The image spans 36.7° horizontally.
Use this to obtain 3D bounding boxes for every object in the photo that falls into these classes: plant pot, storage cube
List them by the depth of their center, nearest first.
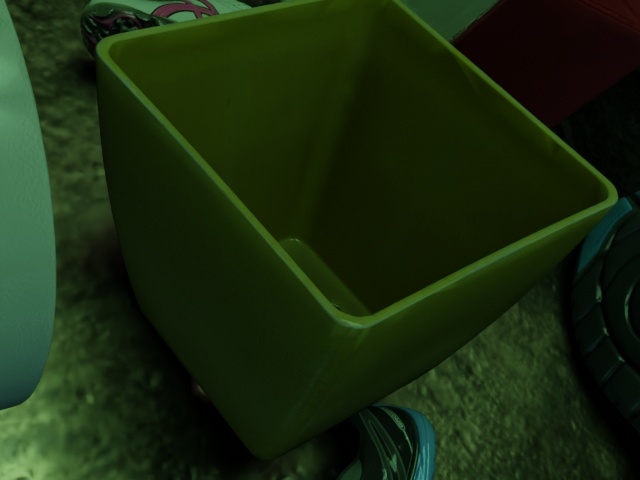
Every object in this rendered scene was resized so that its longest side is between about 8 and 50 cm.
[{"bbox_3d":[0.000,0.000,0.569,0.212,0.187,0.212,-23,58,-37],"label":"plant pot"},{"bbox_3d":[0.104,-0.185,0.725,0.193,0.215,0.184,5,57,-46],"label":"storage cube"}]

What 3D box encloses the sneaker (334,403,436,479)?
[{"bbox_3d":[0.022,0.184,0.578,0.078,0.067,0.188,14,54,-4],"label":"sneaker"}]

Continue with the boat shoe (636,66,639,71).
[{"bbox_3d":[0.301,-0.277,0.985,0.285,0.104,0.089,43,53,1],"label":"boat shoe"}]

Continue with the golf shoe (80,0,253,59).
[{"bbox_3d":[-0.090,-0.145,0.707,0.186,0.067,0.086,12,50,-36],"label":"golf shoe"}]

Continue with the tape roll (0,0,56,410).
[{"bbox_3d":[-0.241,-0.022,0.426,0.169,0.246,0.246,-11,68,-35],"label":"tape roll"}]

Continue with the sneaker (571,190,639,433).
[{"bbox_3d":[0.297,0.121,0.755,0.139,0.125,0.341,25,47,-47],"label":"sneaker"}]
